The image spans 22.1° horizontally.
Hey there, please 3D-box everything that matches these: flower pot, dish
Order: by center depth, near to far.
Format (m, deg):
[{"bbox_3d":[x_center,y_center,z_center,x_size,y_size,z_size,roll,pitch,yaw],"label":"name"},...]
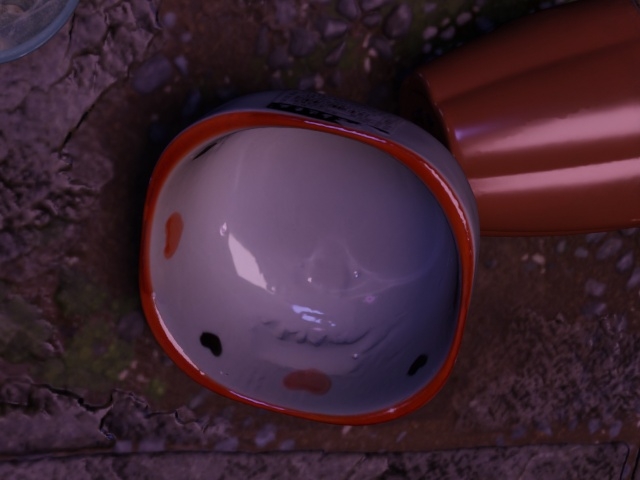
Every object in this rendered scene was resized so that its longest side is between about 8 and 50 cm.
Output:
[{"bbox_3d":[0.000,0.000,1.169,0.256,0.117,0.256,6,117,13],"label":"dish"},{"bbox_3d":[0.159,-0.081,1.232,0.173,0.190,0.190,-14,116,-14],"label":"flower pot"}]

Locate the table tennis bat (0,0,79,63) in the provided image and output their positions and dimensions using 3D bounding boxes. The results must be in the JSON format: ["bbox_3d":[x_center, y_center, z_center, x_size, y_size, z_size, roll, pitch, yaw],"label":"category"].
[{"bbox_3d":[-0.248,-0.205,1.037,0.237,0.038,0.149,33,92,-37],"label":"table tennis bat"}]
